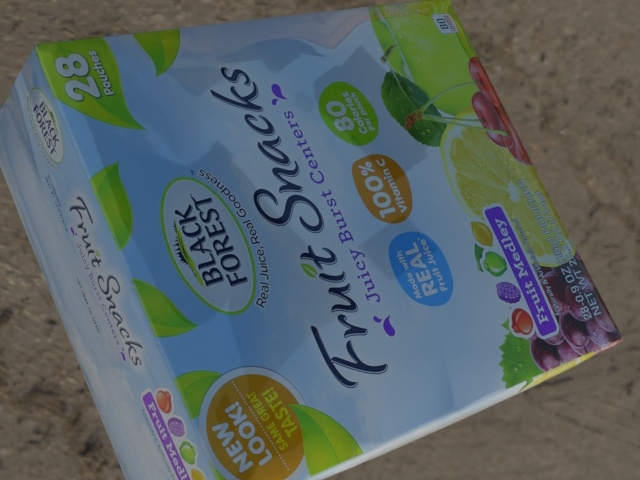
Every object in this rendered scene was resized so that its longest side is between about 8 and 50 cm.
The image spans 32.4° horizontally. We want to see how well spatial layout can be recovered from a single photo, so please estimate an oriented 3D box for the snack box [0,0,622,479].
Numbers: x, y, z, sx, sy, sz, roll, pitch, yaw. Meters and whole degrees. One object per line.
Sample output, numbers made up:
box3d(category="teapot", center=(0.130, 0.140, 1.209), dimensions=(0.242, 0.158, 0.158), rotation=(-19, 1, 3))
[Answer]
box3d(category="snack box", center=(0.000, 0.000, 0.440), dimensions=(0.207, 0.070, 0.174), rotation=(-17, 76, -37))
